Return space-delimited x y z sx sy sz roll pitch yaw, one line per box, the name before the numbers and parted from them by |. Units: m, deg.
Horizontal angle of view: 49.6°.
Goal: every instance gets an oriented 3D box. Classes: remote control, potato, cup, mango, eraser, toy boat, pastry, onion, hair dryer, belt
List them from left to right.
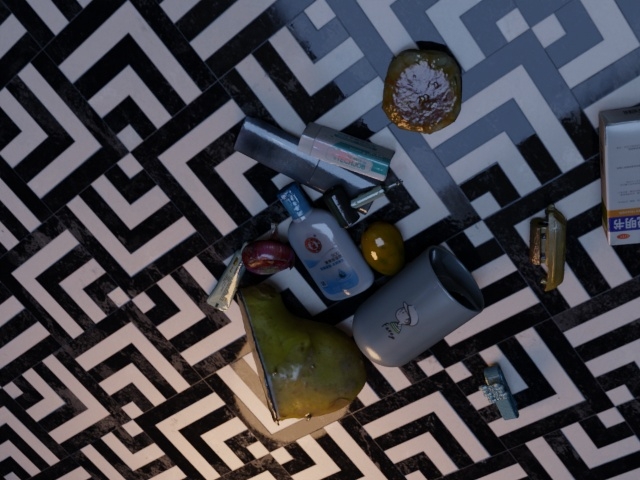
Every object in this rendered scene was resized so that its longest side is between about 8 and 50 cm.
onion | -0.136 0.018 1.846 0.150 0.150 0.140 -5 73 15
potato | -0.046 0.292 1.919 0.295 0.290 0.397 -14 73 -11
remote control | -0.031 -0.190 1.744 0.377 0.044 0.107 26 124 -1
eraser | 0.064 -0.217 1.680 0.225 0.095 0.052 20 123 2
hair dryer | 0.111 -0.112 1.702 0.197 0.057 0.100 -24 111 17
mango | 0.161 0.025 1.783 0.111 0.089 0.163 3 127 15
cup | 0.239 0.183 1.777 0.205 0.205 0.312 42 118 -9
pastry | 0.235 -0.338 1.583 0.182 0.093 0.193 8 117 6
belt | 0.498 0.431 1.904 0.065 0.100 0.179 -20 113 25
toy boat | 0.559 0.021 1.706 0.088 0.068 0.226 2 119 17

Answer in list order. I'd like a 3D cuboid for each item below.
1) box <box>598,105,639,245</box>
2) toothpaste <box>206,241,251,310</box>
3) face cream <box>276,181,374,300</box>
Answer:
box | 0.740 -0.149 1.555 0.200 0.106 0.300 -6 116 16
toothpaste | -0.248 0.100 1.942 0.067 0.037 0.255 26 121 -6
face cream | 0.000 0.000 1.808 0.163 0.080 0.337 -22 110 31
